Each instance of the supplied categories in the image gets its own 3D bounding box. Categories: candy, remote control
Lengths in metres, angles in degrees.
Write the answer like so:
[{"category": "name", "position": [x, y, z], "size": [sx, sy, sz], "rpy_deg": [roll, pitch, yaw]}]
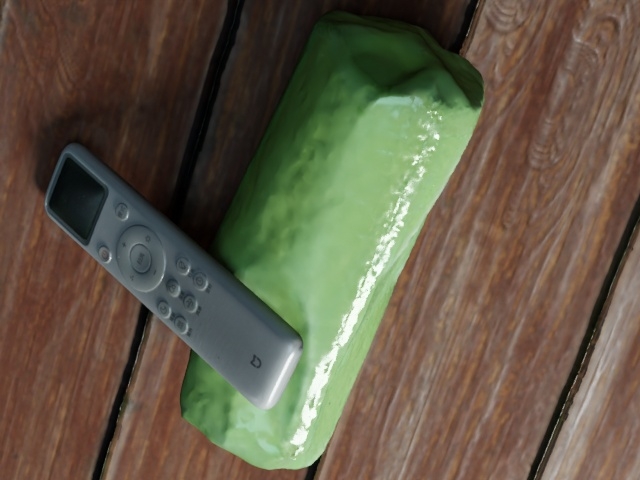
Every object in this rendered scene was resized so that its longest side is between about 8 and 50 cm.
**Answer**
[{"category": "candy", "position": [0.000, 0.000, 1.333], "size": [0.142, 0.132, 0.343], "rpy_deg": [18, 115, -10]}, {"category": "remote control", "position": [-0.115, 0.023, 1.338], "size": [0.261, 0.029, 0.067], "rpy_deg": [40, 120, 27]}]
